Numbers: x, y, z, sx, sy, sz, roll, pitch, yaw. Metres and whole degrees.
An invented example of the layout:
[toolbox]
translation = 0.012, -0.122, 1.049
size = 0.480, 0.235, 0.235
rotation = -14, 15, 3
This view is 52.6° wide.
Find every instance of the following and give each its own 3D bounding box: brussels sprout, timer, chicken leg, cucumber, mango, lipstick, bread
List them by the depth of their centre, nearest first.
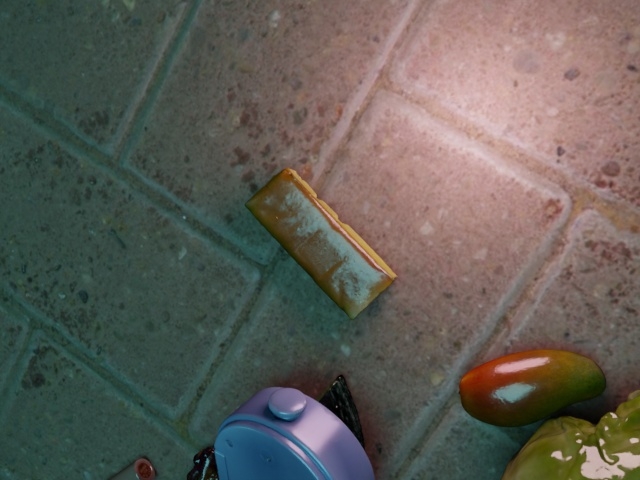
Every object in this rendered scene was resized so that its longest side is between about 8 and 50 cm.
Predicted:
[brussels sprout]
translation = 0.538, 0.493, 1.178
size = 0.425, 0.361, 0.342
rotation = -35, 91, 14
[mango]
translation = 0.429, 0.296, 1.329
size = 0.289, 0.129, 0.146
rotation = -23, 86, 10
[timer]
translation = -0.054, 0.486, 1.425
size = 0.395, 0.173, 0.394
rotation = 20, 124, 32
[bread]
translation = 0.000, 0.000, 1.461
size = 0.361, 0.077, 0.138
rotation = 47, 108, 8
[cucumber]
translation = 0.030, 0.424, 1.500
size = 0.115, 0.086, 0.192
rotation = -21, 96, 17
[chicken leg]
translation = -0.294, 0.711, 1.630
size = 0.158, 0.096, 0.406
rotation = 20, 104, 20
[lipstick]
translation = -0.552, 0.670, 1.719
size = 0.254, 0.070, 0.070
rotation = -37, 84, 18
